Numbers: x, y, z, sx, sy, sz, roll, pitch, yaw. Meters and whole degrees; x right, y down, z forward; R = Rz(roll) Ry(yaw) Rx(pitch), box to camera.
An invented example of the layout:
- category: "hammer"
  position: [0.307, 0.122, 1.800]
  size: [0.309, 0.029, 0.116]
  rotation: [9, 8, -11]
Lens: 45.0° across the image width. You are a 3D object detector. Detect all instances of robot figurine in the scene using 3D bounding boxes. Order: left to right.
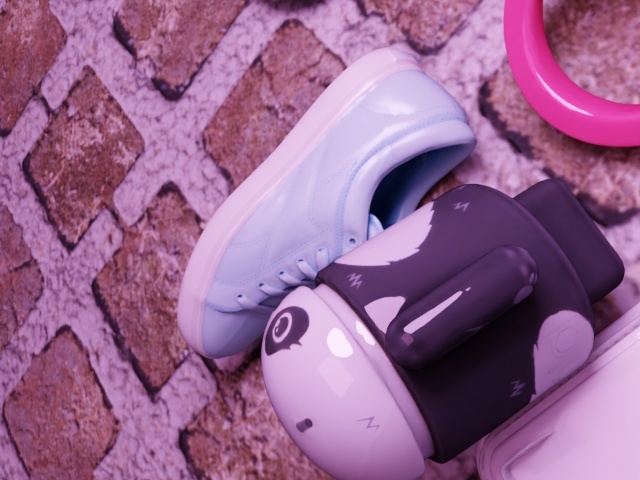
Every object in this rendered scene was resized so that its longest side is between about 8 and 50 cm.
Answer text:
- category: "robot figurine"
  position: [0.088, 0.063, 0.591]
  size: [0.278, 0.209, 0.173]
  rotation: [-32, 42, -11]

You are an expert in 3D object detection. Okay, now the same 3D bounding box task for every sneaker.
- category: "sneaker"
  position: [0.000, 0.000, 0.727]
  size: [0.365, 0.135, 0.150]
  rotation: [-54, 55, 18]

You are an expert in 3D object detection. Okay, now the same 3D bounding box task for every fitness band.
- category: "fitness band"
  position: [0.259, -0.181, 0.555]
  size: [0.291, 0.054, 0.208]
  rotation: [-15, 103, 49]

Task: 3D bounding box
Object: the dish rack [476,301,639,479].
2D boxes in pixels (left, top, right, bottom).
- category: "dish rack"
  position: [0.284, 0.175, 0.545]
  size: [0.333, 0.072, 0.285]
  rotation: [-45, 61, 21]
